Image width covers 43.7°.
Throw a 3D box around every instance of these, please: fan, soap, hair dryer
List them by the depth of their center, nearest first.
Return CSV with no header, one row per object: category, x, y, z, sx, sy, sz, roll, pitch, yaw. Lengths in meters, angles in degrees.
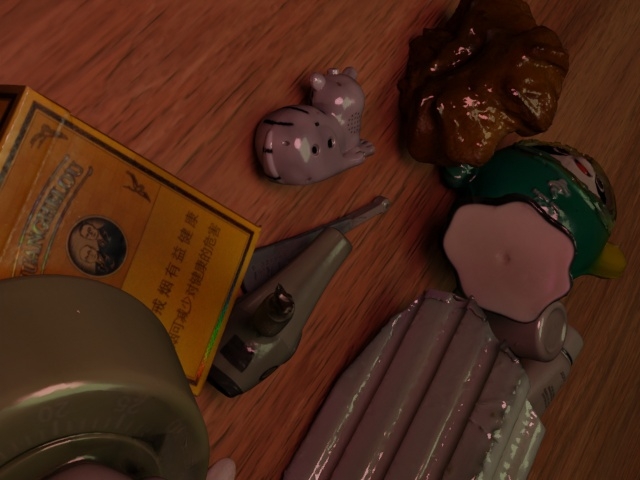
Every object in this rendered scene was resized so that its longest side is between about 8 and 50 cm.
hair dryer,-0.019,0.046,0.866,0.092,0.267,0.229,40,53,0
soap,0.119,0.284,1.026,0.156,0.261,0.446,52,58,-39
fan,0.000,0.000,1.030,0.282,0.023,0.057,-26,113,-42

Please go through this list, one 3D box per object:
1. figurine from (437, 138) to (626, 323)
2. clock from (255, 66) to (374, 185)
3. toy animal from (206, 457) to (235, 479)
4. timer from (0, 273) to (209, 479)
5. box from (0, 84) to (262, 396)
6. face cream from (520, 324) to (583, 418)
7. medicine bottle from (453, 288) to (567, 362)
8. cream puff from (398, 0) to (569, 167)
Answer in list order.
figurine,0.327,-0.029,1.236,0.231,0.323,0.340,-53,168,33
clock,-0.008,-0.139,0.952,0.176,0.080,0.117,-28,117,-44
toy animal,-0.158,0.339,0.836,0.140,0.138,0.283,8,66,-57
timer,-0.181,0.224,0.579,0.290,0.315,0.291,-19,129,-26
box,-0.206,0.013,0.748,0.301,0.084,0.193,32,72,-46
face cream,0.374,0.280,1.455,0.314,0.089,0.143,-47,133,-26
medicine bottle,0.296,0.129,1.272,0.105,0.168,0.105,-9,102,-47
cream puff,0.222,-0.226,1.109,0.155,0.241,0.269,44,34,-49
